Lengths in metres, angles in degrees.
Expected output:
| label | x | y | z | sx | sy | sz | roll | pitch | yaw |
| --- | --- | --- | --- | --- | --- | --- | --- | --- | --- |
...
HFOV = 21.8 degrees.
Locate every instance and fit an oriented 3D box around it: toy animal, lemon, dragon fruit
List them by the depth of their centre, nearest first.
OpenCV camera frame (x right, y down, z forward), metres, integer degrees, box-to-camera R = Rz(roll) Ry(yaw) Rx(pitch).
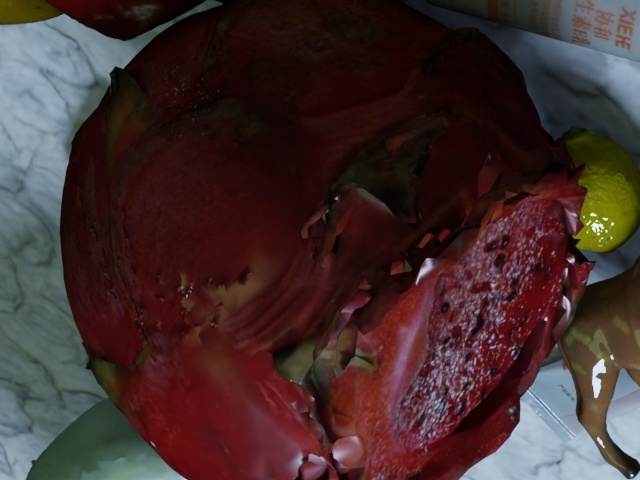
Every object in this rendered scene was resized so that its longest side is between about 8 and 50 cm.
| label | x | y | z | sx | sy | sz | roll | pitch | yaw |
| --- | --- | --- | --- | --- | --- | --- | --- | --- | --- |
| dragon fruit | 0.000 | 0.000 | 0.929 | 0.296 | 0.301 | 0.295 | -14 | 130 | -18 |
| toy animal | 0.224 | 0.027 | 0.937 | 0.224 | 0.066 | 0.229 | -9 | 110 | 37 |
| lemon | 0.159 | -0.029 | 0.977 | 0.062 | 0.062 | 0.083 | -6 | 116 | 28 |

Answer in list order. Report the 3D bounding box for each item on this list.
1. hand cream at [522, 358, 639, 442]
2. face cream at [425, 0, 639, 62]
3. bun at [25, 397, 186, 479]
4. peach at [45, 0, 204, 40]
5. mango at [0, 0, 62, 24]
| label | x | y | z | sx | sy | sz | roll | pitch | yaw |
| --- | --- | --- | --- | --- | --- | --- | --- | --- | --- |
| hand cream | 0.215 | 0.074 | 1.035 | 0.216 | 0.038 | 0.052 | -30 | 80 | 41 |
| face cream | 0.182 | -0.141 | 0.875 | 0.252 | 0.101 | 0.101 | 19 | 125 | 14 |
| bun | -0.089 | 0.227 | 1.178 | 0.293 | 0.187 | 0.293 | -1 | 106 | -2 |
| peach | -0.099 | -0.207 | 0.895 | 0.197 | 0.197 | 0.197 | 12 | 123 | 19 |
| mango | -0.233 | -0.211 | 1.015 | 0.221 | 0.120 | 0.151 | 41 | 127 | -12 |
